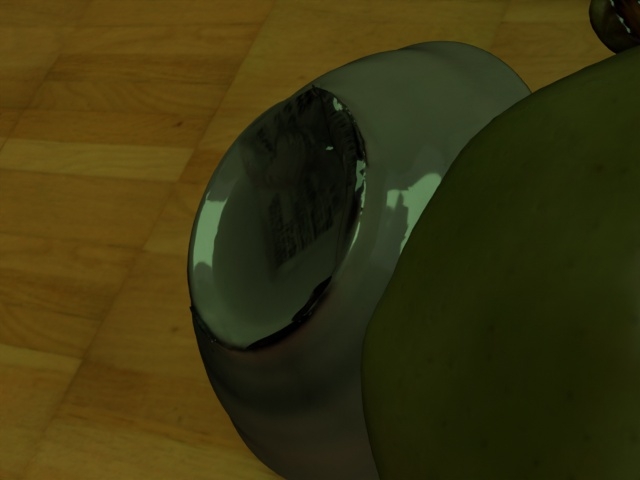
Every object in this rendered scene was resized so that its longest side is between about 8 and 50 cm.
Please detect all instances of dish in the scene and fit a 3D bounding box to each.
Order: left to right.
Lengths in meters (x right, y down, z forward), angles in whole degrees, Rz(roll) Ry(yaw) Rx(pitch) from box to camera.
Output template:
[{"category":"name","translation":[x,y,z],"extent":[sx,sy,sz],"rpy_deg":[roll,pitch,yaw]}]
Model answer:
[{"category":"dish","translation":[0.000,0.000,0.884],"extent":[0.316,0.106,0.316],"rpy_deg":[-26,53,42]}]

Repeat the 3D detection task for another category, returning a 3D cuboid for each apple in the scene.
[{"category":"apple","translation":[0.197,0.069,0.623],"extent":[0.357,0.357,0.357],"rpy_deg":[-18,48,21]}]

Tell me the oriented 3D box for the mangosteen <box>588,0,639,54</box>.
[{"category":"mangosteen","translation":[0.280,-0.184,0.885],"extent":[0.265,0.228,0.228],"rpy_deg":[-56,41,16]}]
